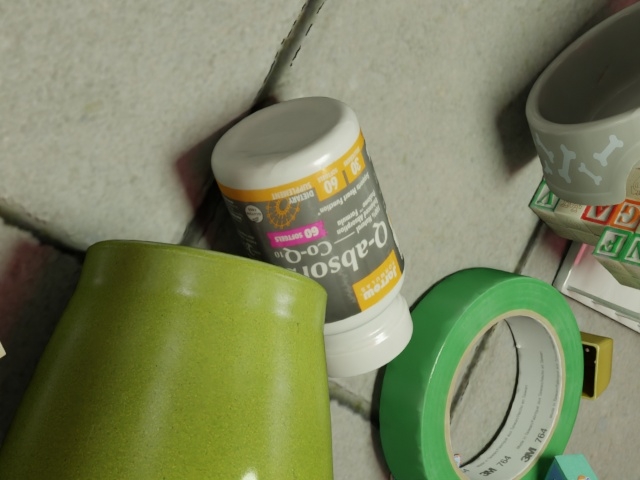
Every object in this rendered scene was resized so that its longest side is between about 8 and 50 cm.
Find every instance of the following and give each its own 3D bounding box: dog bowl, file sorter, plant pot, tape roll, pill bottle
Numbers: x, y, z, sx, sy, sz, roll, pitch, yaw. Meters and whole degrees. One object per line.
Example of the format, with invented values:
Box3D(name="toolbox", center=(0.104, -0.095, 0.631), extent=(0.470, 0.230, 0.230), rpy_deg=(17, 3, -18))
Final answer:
Box3D(name="dog bowl", center=(0.408, -0.191, 1.628), extent=(0.349, 0.349, 0.102), rpy_deg=(-46, 115, -23))
Box3D(name="file sorter", center=(0.500, 0.043, 1.862), extent=(0.278, 0.173, 0.192), rpy_deg=(25, 89, -42))
Box3D(name="plant pot", center=(-0.136, 0.192, 1.264), extent=(0.366, 0.366, 0.353), rpy_deg=(20, 76, -43))
Box3D(name="tape roll", center=(0.212, 0.197, 1.715), extent=(0.321, 0.077, 0.321), rpy_deg=(-11, 107, -41))
Box3D(name="plant pot", center=(0.366, 0.165, 1.853), extent=(0.083, 0.081, 0.081), rpy_deg=(-19, 114, -50))
Box3D(name="pill bottle", center=(0.000, 0.000, 1.427), extent=(0.162, 0.162, 0.278), rpy_deg=(-38, 123, -28))

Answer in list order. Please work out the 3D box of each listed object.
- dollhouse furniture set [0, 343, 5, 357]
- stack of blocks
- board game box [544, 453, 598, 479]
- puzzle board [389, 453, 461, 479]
Box3D(name="dollhouse furniture set", center=(-0.365, 0.134, 1.126), extent=(0.161, 0.182, 0.101), rpy_deg=(-36, 123, -30))
Box3D(name="stack of blocks", center=(0.417, -0.030, 1.694), extent=(0.087, 0.297, 0.171), rpy_deg=(40, 75, -43))
Box3D(name="board game box", center=(0.323, 0.406, 1.731), extent=(0.047, 0.160, 0.210), rpy_deg=(-2, 130, -21))
Box3D(name="puzzle board", center=(0.135, 0.335, 1.738), extent=(0.128, 0.011, 0.096), rpy_deg=(-6, 105, -40))
